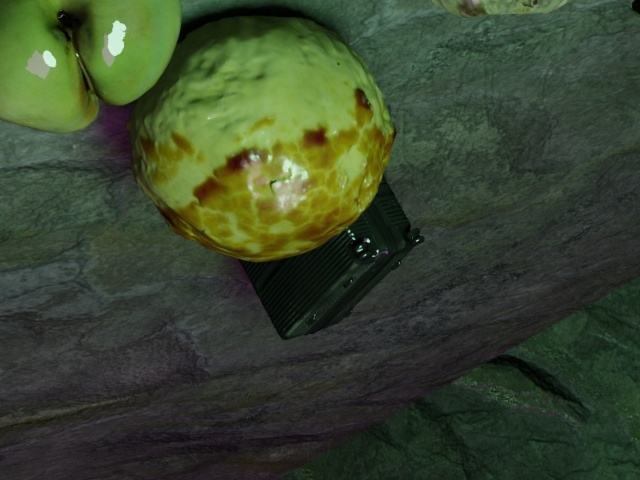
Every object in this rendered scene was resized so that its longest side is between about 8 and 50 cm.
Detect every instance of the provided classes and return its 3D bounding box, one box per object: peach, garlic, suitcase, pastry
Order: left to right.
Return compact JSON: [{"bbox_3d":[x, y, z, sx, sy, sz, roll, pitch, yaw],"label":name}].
[{"bbox_3d":[-0.309,-0.263,1.602,0.292,0.292,0.247,-26,109,18],"label":"peach"},{"bbox_3d":[-0.081,-0.131,1.924,0.388,0.312,0.388,-11,150,-6],"label":"pastry"},{"bbox_3d":[0.000,0.000,2.309,0.152,0.229,0.335,-14,158,-38],"label":"suitcase"},{"bbox_3d":[0.253,-0.383,1.801,0.245,0.160,0.245,-2,-171,0],"label":"garlic"}]

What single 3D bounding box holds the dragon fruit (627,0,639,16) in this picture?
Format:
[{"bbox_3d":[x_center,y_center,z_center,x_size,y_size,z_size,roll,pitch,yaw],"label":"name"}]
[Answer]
[{"bbox_3d":[0.409,-0.457,1.621,0.291,0.250,0.269,-37,-169,49],"label":"dragon fruit"}]
